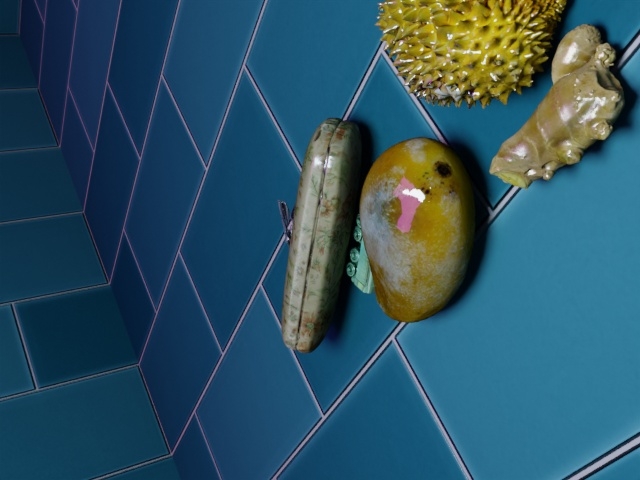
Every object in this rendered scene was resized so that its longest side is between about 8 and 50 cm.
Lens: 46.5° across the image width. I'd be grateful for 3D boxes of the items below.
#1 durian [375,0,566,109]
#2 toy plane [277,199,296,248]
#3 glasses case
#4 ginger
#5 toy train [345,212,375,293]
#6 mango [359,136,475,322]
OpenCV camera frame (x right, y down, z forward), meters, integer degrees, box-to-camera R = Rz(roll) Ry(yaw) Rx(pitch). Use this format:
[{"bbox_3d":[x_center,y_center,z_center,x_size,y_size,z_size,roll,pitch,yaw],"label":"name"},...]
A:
[{"bbox_3d":[0.157,-0.238,0.916,0.249,0.183,0.138,14,86,61],"label":"durian"},{"bbox_3d":[-0.031,-0.002,1.385,0.053,0.078,0.197,39,145,44],"label":"toy plane"},{"bbox_3d":[0.000,0.000,1.268,0.097,0.156,0.426,14,119,9],"label":"glasses case"},{"bbox_3d":[0.279,-0.131,0.841,0.115,0.081,0.206,41,127,28],"label":"ginger"},{"bbox_3d":[0.081,0.013,1.244,0.071,0.038,0.148,37,128,45],"label":"toy train"},{"bbox_3d":[0.129,0.000,1.063,0.193,0.146,0.316,-123,31,-43],"label":"mango"}]
